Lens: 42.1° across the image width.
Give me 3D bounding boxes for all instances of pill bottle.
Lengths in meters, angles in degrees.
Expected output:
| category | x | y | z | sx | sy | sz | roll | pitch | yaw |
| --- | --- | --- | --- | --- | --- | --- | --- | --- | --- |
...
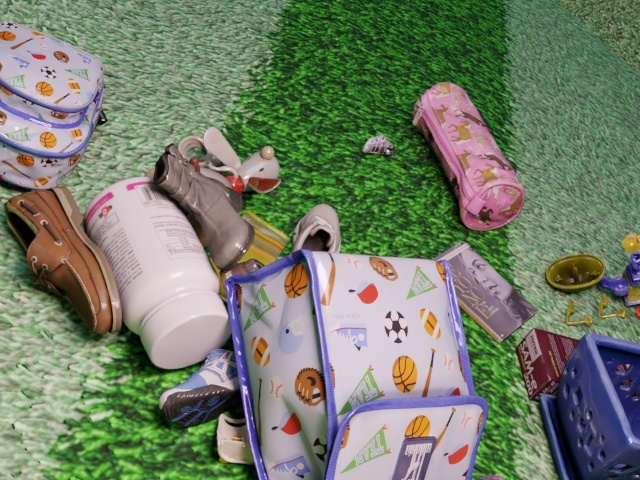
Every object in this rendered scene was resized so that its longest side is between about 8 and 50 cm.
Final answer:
| category | x | y | z | sx | sy | sz | roll | pitch | yaw |
| --- | --- | --- | --- | --- | --- | --- | --- | --- | --- |
| pill bottle | -0.254 | 0.050 | 1.306 | 0.160 | 0.160 | 0.283 | -6 | 50 | -36 |

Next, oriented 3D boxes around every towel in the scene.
| category | x | y | z | sx | sy | sz | roll | pitch | yaw |
| --- | --- | --- | --- | --- | --- | --- | --- | --- | --- |
| towel | -0.141 | 0.033 | 1.506 | 0.102 | 0.021 | 0.237 | 30 | 39 | 2 |

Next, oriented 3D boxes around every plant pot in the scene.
| category | x | y | z | sx | sy | sz | roll | pitch | yaw |
| --- | --- | --- | --- | --- | --- | --- | --- | --- | --- |
| plant pot | 0.528 | 0.329 | 1.442 | 0.236 | 0.212 | 0.236 | 15 | 40 | -18 |

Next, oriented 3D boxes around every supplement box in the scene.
| category | x | y | z | sx | sy | sz | roll | pitch | yaw |
| --- | --- | --- | --- | --- | --- | --- | --- | --- | --- |
| supplement box | 0.510 | 0.263 | 1.615 | 0.239 | 0.073 | 0.130 | 16 | 39 | -17 |

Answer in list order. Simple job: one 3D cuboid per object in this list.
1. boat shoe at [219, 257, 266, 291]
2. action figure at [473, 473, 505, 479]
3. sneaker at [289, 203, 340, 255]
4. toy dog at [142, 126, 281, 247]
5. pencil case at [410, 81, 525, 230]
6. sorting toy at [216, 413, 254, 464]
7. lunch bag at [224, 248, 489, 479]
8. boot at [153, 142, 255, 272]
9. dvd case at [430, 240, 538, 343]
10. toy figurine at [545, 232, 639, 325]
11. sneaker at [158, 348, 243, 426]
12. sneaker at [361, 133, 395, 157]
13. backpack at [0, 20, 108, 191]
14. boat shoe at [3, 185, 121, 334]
| category | x | y | z | sx | sy | sz | roll | pitch | yaw |
| --- | --- | --- | --- | --- | --- | --- | --- | --- | --- |
| boat shoe | -0.084 | 0.081 | 1.366 | 0.223 | 0.073 | 0.080 | 35 | 30 | -62 |
| action figure | 0.222 | 0.481 | 1.155 | 0.185 | 0.099 | 0.285 | 36 | 50 | -21 |
| sneaker | 0.000 | 0.000 | 1.550 | 0.099 | 0.121 | 0.262 | 25 | 38 | -6 |
| toy dog | -0.188 | -0.126 | 1.539 | 0.220 | 0.161 | 0.334 | 28 | 38 | -3 |
| pencil case | 0.342 | -0.200 | 1.955 | 0.167 | 0.160 | 0.386 | -16 | 52 | -6 |
| sorting toy | -0.120 | 0.287 | 1.226 | 0.083 | 0.045 | 0.075 | 12 | 35 | -22 |
| lunch bag | 0.065 | 0.221 | 1.224 | 0.328 | 0.239 | 0.385 | 6 | 70 | -41 |
| boot | -0.196 | -0.054 | 1.303 | 0.161 | 0.083 | 0.246 | 37 | 14 | -28 |
| dvd case | 0.332 | 0.102 | 1.727 | 0.221 | 0.018 | 0.164 | 44 | 41 | 18 |
| toy figurine | 0.707 | 0.117 | 1.862 | 0.362 | 0.217 | 0.191 | -16 | 60 | 12 |
| sneaker | -0.163 | 0.216 | 1.252 | 0.211 | 0.080 | 0.081 | -8 | 49 | -51 |
| sneaker | 0.144 | -0.212 | 1.939 | 0.069 | 0.038 | 0.098 | 39 | 40 | 14 |
| backpack | -0.502 | -0.224 | 1.431 | 0.276 | 0.213 | 0.263 | 17 | 50 | -20 |
| boat shoe | -0.402 | 0.038 | 1.283 | 0.104 | 0.111 | 0.307 | -11 | 44 | -33 |
